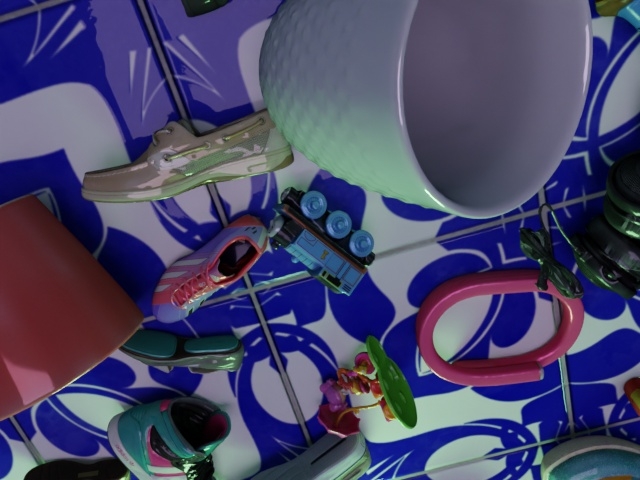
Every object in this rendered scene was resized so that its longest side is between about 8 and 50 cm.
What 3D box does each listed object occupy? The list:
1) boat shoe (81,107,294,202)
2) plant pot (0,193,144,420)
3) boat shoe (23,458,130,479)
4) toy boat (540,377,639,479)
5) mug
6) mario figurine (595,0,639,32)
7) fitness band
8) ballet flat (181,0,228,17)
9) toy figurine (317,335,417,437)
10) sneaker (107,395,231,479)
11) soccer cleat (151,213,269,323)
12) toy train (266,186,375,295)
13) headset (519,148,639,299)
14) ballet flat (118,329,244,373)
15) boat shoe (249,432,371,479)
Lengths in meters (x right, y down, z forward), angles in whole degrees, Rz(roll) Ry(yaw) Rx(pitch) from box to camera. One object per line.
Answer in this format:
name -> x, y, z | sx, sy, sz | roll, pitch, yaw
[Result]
boat shoe -> -0.193, -0.125, 0.821 | 0.302, 0.109, 0.098 | -13, 109, -4
plant pot -> -0.436, 0.084, 0.825 | 0.275, 0.275, 0.243 | -25, 104, 8
boat shoe -> -0.457, 0.462, 1.089 | 0.190, 0.068, 0.072 | 1, 126, -4
toy boat -> 0.569, 0.418, 1.079 | 0.268, 0.148, 0.318 | 11, 113, -8
mug -> 0.119, -0.213, 0.684 | 0.374, 0.328, 0.276 | -30, 119, -25
mario figurine -> 0.530, -0.261, 0.812 | 0.320, 0.170, 0.198 | 46, 147, -11
fitness band -> 0.309, 0.153, 0.999 | 0.291, 0.054, 0.209 | -5, 114, -2
ballet flat -> -0.225, -0.395, 0.706 | 0.096, 0.095, 0.280 | -32, 112, 23
toy figurine -> 0.060, 0.276, 1.019 | 0.159, 0.130, 0.173 | -28, 91, 19
sneaker -> -0.220, 0.390, 1.042 | 0.178, 0.124, 0.295 | -30, 111, 20
soccer cleat -> -0.180, 0.055, 0.904 | 0.248, 0.095, 0.083 | -39, 111, 13
toy train -> 0.000, 0.000, 0.885 | 0.184, 0.080, 0.105 | 38, 80, -18
headset -> 0.471, -0.002, 0.844 | 0.394, 0.185, 0.243 | -3, 133, -17
ballet flat -> -0.237, 0.197, 0.978 | 0.213, 0.072, 0.068 | 3, 118, -5
boat shoe -> -0.035, 0.465, 1.071 | 0.302, 0.109, 0.094 | -31, 118, -3
